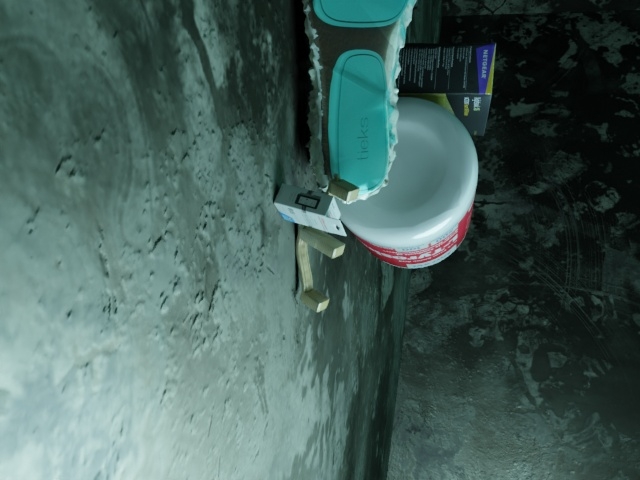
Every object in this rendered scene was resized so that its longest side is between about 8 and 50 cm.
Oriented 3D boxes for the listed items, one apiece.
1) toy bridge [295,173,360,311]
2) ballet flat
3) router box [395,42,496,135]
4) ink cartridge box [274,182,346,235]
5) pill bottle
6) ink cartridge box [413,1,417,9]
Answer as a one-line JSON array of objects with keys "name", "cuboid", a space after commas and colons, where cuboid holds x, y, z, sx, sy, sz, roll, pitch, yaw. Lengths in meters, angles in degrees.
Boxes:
[{"name": "toy bridge", "cuboid": [0.000, 0.000, 0.697, 0.026, 0.063, 0.188, -22, 134, -48]}, {"name": "ballet flat", "cuboid": [0.034, -0.254, 0.683, 0.147, 0.147, 0.409, -46, 144, -68]}, {"name": "router box", "cuboid": [0.171, -0.253, 0.944, 0.309, 0.243, 0.081, 3, 91, -75]}, {"name": "ink cartridge box", "cuboid": [-0.007, -0.036, 0.630, 0.048, 0.083, 0.028, 62, 48, -64]}, {"name": "pill bottle", "cuboid": [0.157, -0.072, 0.967, 0.407, 0.229, 0.229, 36, 59, -73]}, {"name": "ink cartridge box", "cuboid": [0.153, -0.530, 1.066, 0.175, 0.072, 0.127, -62, 146, -72]}]
